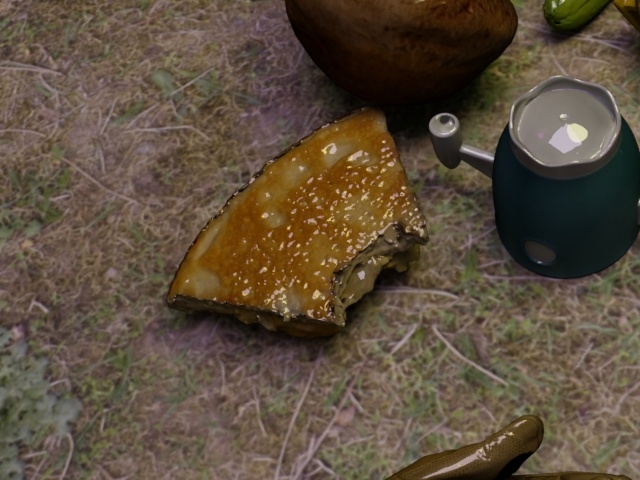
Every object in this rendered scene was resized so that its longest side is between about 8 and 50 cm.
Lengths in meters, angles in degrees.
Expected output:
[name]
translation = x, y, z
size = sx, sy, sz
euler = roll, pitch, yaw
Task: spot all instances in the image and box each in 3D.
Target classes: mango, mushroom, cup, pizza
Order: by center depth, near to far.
[cup]
translation = 0.250, -0.076, 1.399
size = 0.300, 0.173, 0.167
euler = 17, 64, 21
[pizza]
translation = 0.000, 0.000, 1.458
size = 0.323, 0.089, 0.223
euler = -44, 55, -12
[mushroom]
translation = 0.067, -0.261, 1.512
size = 0.283, 0.263, 0.195
euler = 48, 118, 18
[mango]
translation = 0.307, -0.308, 1.574
size = 0.074, 0.091, 0.165
euler = 41, 74, 18

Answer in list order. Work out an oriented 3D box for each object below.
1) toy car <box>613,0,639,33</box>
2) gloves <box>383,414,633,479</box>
[toy car]
translation = 0.431, -0.309, 1.494
size = 0.248, 0.200, 0.142
euler = -54, 39, -1
[gloves]
translation = 0.123, 0.265, 1.246
size = 0.331, 0.141, 0.154
euler = -14, 32, 15
